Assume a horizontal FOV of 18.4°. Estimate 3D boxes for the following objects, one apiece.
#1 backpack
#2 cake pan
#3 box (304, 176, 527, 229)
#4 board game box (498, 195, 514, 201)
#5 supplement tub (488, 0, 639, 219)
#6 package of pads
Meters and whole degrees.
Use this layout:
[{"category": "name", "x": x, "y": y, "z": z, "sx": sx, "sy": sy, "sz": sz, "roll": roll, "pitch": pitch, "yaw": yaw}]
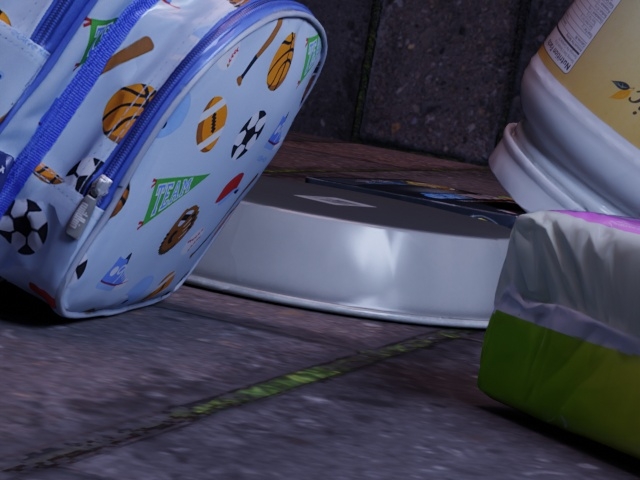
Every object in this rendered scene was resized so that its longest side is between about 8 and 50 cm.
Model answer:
[{"category": "backpack", "x": -0.120, "y": -0.098, "z": 0.958, "sx": 0.213, "sy": 0.263, "sz": 0.276, "roll": 27, "pitch": 8, "yaw": 7}, {"category": "cake pan", "x": 0.000, "y": 0.000, "z": 1.247, "sx": 0.293, "sy": 0.054, "sz": 0.293, "roll": 10, "pitch": 5, "yaw": -1}, {"category": "box", "x": 0.104, "y": -0.011, "z": 1.552, "sx": 0.175, "sy": 0.051, "sz": 0.220, "roll": 12, "pitch": 5, "yaw": 24}, {"category": "board game box", "x": 0.254, "y": -0.001, "z": 1.753, "sx": 0.181, "sy": 0.043, "sz": 0.092, "roll": 14, "pitch": 6, "yaw": 34}, {"category": "supplement tub", "x": 0.292, "y": -0.130, "z": 1.468, "sx": 0.228, "sy": 0.316, "sz": 0.228, "roll": 31, "pitch": 17, "yaw": -11}, {"category": "package of pads", "x": 0.241, "y": 0.059, "z": 0.813, "sx": 0.229, "sy": 0.101, "sz": 0.296, "roll": 6, "pitch": 7, "yaw": -30}]
